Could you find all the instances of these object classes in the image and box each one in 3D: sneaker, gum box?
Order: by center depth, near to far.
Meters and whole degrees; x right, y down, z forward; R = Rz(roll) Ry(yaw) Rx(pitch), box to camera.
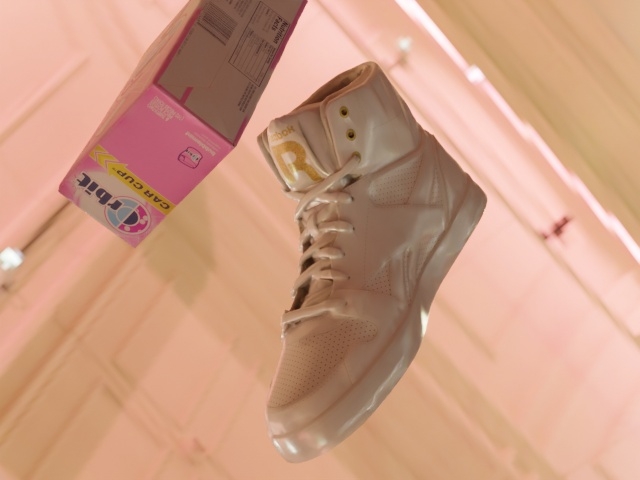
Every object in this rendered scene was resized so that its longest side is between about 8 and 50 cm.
[{"bbox_3d":[-0.081,-0.095,1.050,0.062,0.107,0.188,38,-143,-13],"label":"gum box"},{"bbox_3d":[0.000,0.000,1.144,0.169,0.108,0.292,51,-138,-21],"label":"sneaker"}]
